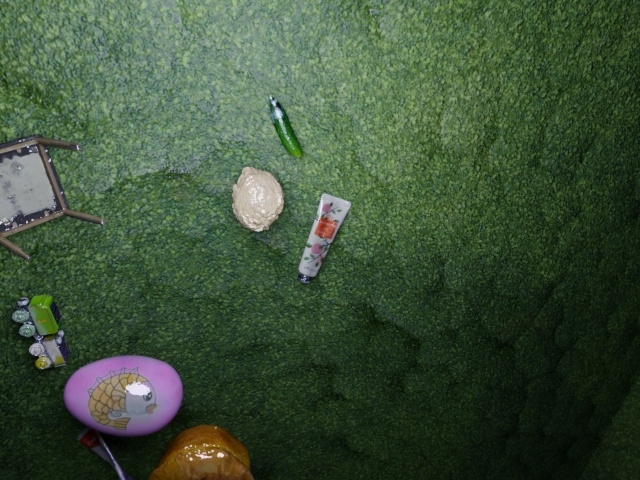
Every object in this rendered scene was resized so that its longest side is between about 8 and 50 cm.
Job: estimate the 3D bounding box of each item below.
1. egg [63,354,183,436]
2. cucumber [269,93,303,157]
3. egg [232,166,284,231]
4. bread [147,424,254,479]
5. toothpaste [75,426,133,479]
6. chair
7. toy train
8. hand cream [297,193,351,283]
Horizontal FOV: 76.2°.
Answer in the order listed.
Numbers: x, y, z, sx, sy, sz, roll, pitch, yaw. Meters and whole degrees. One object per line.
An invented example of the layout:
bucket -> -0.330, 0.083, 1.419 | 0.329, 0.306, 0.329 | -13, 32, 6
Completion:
egg -> -0.486, 0.387, 1.022 | 0.270, 0.196, 0.197 | 1, 116, -10
cucumber -> -0.080, -0.244, 0.892 | 0.037, 0.037, 0.155 | -26, 119, 0
egg -> -0.139, -0.090, 0.910 | 0.118, 0.116, 0.140 | 7, 89, -13
bread -> -0.355, 0.714, 1.240 | 0.311, 0.172, 0.313 | -4, 114, -9
toothpaste -> -0.573, 0.649, 1.151 | 0.301, 0.048, 0.075 | 50, 133, 2
chair -> -0.576, -0.099, 0.776 | 0.271, 0.166, 0.188 | 13, 122, 27
toy train -> -0.651, 0.219, 0.967 | 0.081, 0.060, 0.203 | -10, 120, -16
hand cream -> 0.000, 0.000, 1.036 | 0.080, 0.050, 0.234 | 17, 105, -18
